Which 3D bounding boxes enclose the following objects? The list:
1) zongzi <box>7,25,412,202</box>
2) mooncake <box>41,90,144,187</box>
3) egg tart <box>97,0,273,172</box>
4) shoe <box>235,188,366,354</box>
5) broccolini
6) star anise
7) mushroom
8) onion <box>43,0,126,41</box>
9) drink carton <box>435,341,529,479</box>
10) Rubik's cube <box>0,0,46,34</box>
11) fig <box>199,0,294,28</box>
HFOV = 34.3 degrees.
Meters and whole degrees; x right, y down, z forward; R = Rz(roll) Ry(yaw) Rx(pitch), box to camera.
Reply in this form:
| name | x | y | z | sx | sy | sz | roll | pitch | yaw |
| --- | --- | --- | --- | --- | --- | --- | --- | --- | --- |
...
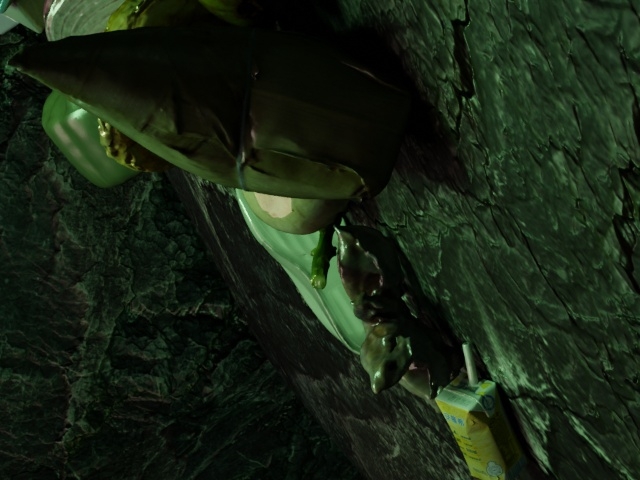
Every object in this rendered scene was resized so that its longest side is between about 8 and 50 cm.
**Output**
| name | x | y | z | sx | sy | sz | roll | pitch | yaw |
| --- | --- | --- | --- | --- | --- | --- | --- | --- | --- |
| zongzi | -0.134 | -0.151 | 1.152 | 0.356 | 0.393 | 0.174 | -162 | 81 | -76 |
| mooncake | -0.315 | -0.255 | 1.778 | 0.187 | 0.351 | 0.351 | 51 | 173 | -25 |
| egg tart | -0.182 | -0.217 | 1.259 | 0.116 | 0.295 | 0.295 | 33 | 160 | 21 |
| shoe | -0.006 | 0.026 | 1.662 | 0.363 | 0.132 | 0.160 | 54 | 174 | 3 |
| broccolini | -0.002 | -0.002 | 1.461 | 0.216 | 0.058 | 0.067 | -76 | -14 | -53 |
| star anise | 0.104 | 0.112 | 1.422 | 0.198 | 0.111 | 0.257 | 30 | -145 | -57 |
| mushroom | -0.030 | -0.088 | 1.418 | 0.166 | 0.127 | 0.166 | 17 | 117 | 35 |
| onion | -0.196 | -0.339 | 1.377 | 0.267 | 0.349 | 0.159 | 27 | -135 | -35 |
| drink carton | 0.208 | 0.232 | 1.373 | 0.084 | 0.074 | 0.200 | 14 | 137 | 54 |
| Rubik's cube | -0.667 | -0.636 | 2.133 | 0.387 | 0.358 | 0.368 | 38 | 160 | -27 |
| fig | -0.089 | -0.336 | 1.142 | 0.124 | 0.124 | 0.236 | 72 | -176 | -52 |
